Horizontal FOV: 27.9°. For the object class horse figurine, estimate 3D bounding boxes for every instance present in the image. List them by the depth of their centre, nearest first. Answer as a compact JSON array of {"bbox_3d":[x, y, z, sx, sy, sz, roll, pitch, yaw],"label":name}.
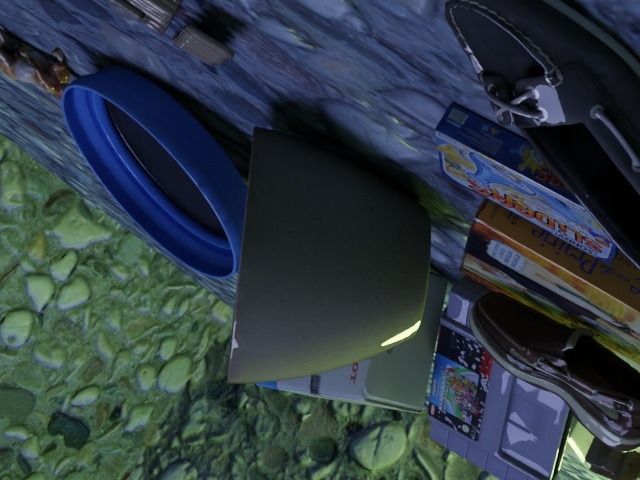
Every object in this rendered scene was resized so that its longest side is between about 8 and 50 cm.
[{"bbox_3d":[-0.507,-0.307,2.202,0.263,0.066,0.174,27,164,17],"label":"horse figurine"}]

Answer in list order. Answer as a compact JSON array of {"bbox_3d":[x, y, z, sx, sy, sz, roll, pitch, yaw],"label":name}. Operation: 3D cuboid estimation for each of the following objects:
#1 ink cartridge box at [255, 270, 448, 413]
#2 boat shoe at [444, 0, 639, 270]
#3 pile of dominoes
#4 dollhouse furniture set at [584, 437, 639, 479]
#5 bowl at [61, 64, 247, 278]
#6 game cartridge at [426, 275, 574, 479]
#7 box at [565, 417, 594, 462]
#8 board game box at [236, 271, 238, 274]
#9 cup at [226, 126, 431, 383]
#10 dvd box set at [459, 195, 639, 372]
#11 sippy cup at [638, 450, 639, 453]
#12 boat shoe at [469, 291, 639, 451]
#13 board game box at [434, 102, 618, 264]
[{"bbox_3d":[0.045,0.147,2.079,0.129,0.223,0.307,18,169,-34],"label":"ink cartridge box"},{"bbox_3d":[0.204,-0.078,0.982,0.335,0.095,0.112,37,170,-28],"label":"boat shoe"},{"bbox_3d":[-0.184,-0.273,1.487,0.196,0.040,0.251,33,179,-11],"label":"pile of dominoes"},{"bbox_3d":[0.431,0.386,1.476,0.174,0.355,0.303,32,169,-36],"label":"dollhouse furniture set"},{"bbox_3d":[-0.248,-0.109,2.034,0.391,0.077,0.391,39,158,19],"label":"bowl"},{"bbox_3d":[0.278,0.234,1.977,0.230,0.068,0.355,24,137,22],"label":"game cartridge"},{"bbox_3d":[0.369,0.254,2.110,0.181,0.119,0.182,27,170,28],"label":"box"},{"bbox_3d":[-0.097,0.042,2.320,0.347,0.078,0.233,54,168,-29],"label":"board game box"},{"bbox_3d":[0.012,0.031,1.661,0.237,0.331,0.331,6,172,-4],"label":"cup"},{"bbox_3d":[0.358,0.090,1.467,0.420,0.062,0.307,31,171,8],"label":"dvd box set"},{"bbox_3d":[0.551,0.380,1.672,0.240,0.224,0.305,42,-174,-20],"label":"sippy cup"},{"bbox_3d":[0.291,0.131,1.515,0.257,0.095,0.095,37,138,21],"label":"boat shoe"},{"bbox_3d":[0.210,-0.054,1.276,0.201,0.035,0.136,29,170,16],"label":"board game box"}]
